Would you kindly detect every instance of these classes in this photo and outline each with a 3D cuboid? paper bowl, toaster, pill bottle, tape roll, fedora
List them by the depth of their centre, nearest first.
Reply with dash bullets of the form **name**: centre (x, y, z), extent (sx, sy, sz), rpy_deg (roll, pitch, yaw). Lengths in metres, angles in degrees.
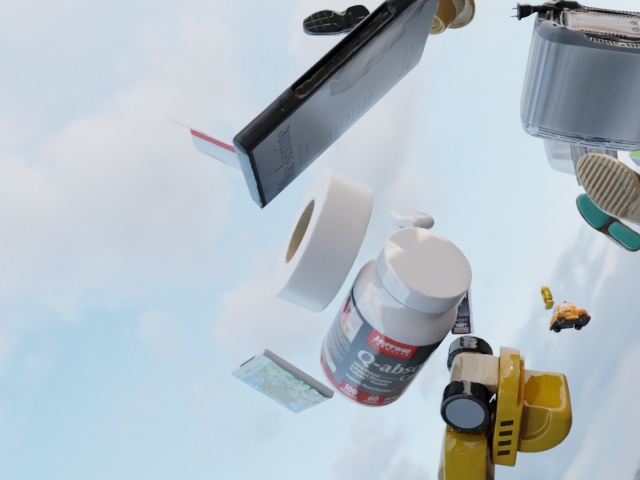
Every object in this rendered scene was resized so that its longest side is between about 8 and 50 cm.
- **toaster**: centre (0.336, -0.202, 0.801), extent (0.129, 0.226, 0.147), rpy_deg (-68, -16, -50)
- **pill bottle**: centre (0.142, 0.156, 1.294), extent (0.210, 0.210, 0.363), rpy_deg (-36, -22, -41)
- **tape roll**: centre (0.000, 0.000, 1.325), extent (0.286, 0.100, 0.286), rpy_deg (-157, 90, -79)
- **fedora**: centre (0.224, -0.492, 1.364), extent (0.079, 0.194, 0.194), rpy_deg (-60, -31, -14)
- **paper bowl**: centre (0.572, -0.260, 1.446), extent (0.284, 0.147, 0.285), rpy_deg (-7, -90, -65)

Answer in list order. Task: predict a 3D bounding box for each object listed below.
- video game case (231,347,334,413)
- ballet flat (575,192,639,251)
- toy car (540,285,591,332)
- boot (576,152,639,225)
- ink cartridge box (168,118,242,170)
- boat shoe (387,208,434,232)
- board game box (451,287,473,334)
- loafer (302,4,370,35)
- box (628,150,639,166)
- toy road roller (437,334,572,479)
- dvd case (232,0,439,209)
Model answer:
- **video game case**: centre (-0.099, 0.361, 1.654), extent (0.193, 0.212, 0.023), rpy_deg (-39, 21, 49)
- **ballet flat**: centre (0.752, -0.042, 1.720), extent (0.073, 0.206, 0.067), rpy_deg (-44, -14, 4)
- **toy car**: centre (0.344, 0.089, 0.920), extent (0.122, 0.060, 0.041), rpy_deg (54, -156, -52)
- **boot**: centre (0.618, -0.081, 1.256), extent (0.206, 0.248, 0.090), rpy_deg (-11, -39, -53)
- **ink cartridge box**: centre (-0.170, -0.155, 1.158), extent (0.179, 0.145, 0.045), rpy_deg (7, -74, -65)
- **boat shoe**: centre (0.206, -0.044, 1.497), extent (0.063, 0.184, 0.066), rpy_deg (-20, -87, -11)
- **board game box**: centre (0.333, 0.151, 1.541), extent (0.170, 0.048, 0.141), rpy_deg (25, -119, -73)
- **loafer**: centre (0.032, -0.482, 1.469), extent (0.169, 0.062, 0.061), rpy_deg (-15, -12, -24)
- **box**: centre (0.650, -0.197, 0.946), extent (0.058, 0.321, 0.233), rpy_deg (23, -93, -49)
- **toy road roller**: centre (0.364, 0.367, 1.304), extent (0.202, 0.240, 0.330), rpy_deg (-60, -29, -59)
- **dvd case**: centre (0.020, -0.144, 0.647), extent (0.253, 0.022, 0.180), rpy_deg (-44, -8, -9)
